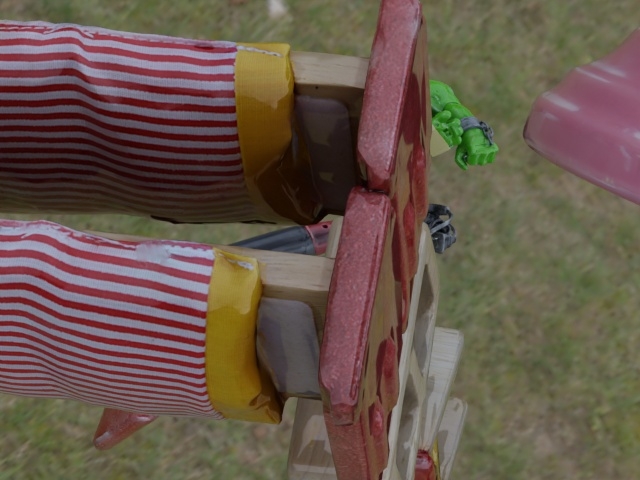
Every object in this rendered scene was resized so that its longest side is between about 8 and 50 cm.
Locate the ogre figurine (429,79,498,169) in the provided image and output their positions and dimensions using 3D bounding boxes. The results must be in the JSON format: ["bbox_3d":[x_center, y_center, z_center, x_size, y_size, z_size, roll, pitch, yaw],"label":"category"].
[{"bbox_3d":[0.063,-0.122,1.501,0.197,0.096,0.118,-10,36,2],"label":"ogre figurine"}]

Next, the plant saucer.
[{"bbox_3d":[0.276,-0.038,0.824,0.332,0.332,0.084,11,104,-32],"label":"plant saucer"}]

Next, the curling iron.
[{"bbox_3d":[0.000,0.000,1.369,0.274,0.068,0.035,-8,109,-21],"label":"curling iron"}]

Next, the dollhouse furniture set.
[{"bbox_3d":[-0.053,0.057,0.636,0.201,0.374,0.152,5,62,10],"label":"dollhouse furniture set"}]
